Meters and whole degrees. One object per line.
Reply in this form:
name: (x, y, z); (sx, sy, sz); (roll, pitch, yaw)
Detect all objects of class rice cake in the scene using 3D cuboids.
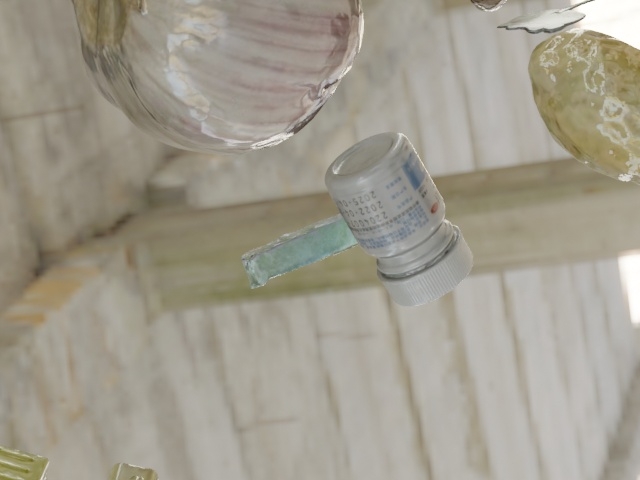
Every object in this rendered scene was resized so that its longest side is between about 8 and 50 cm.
rice cake: (0.000, 0.000, 2.124); (0.210, 0.034, 0.043); (-22, -78, -28)

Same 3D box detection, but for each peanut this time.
peanut: (0.329, -0.092, 1.744); (0.149, 0.313, 0.149); (-61, 2, 4)

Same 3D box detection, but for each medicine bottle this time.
medicine bottle: (0.084, -0.024, 2.003); (0.168, 0.105, 0.105); (59, -152, -23)

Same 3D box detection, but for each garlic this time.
garlic: (-0.087, -0.216, 1.692); (0.259, 0.317, 0.318); (-8, -90, -33)

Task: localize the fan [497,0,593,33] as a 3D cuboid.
fan: (0.160, -0.152, 1.260); (0.083, 0.056, 0.004); (-25, -66, -38)

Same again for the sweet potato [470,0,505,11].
sweet potato: (0.172, -0.279, 1.958); (0.274, 0.067, 0.067); (-80, -23, -72)

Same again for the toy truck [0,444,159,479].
toy truck: (-0.252, 0.355, 2.016); (0.181, 0.405, 0.254); (-77, 2, -70)
